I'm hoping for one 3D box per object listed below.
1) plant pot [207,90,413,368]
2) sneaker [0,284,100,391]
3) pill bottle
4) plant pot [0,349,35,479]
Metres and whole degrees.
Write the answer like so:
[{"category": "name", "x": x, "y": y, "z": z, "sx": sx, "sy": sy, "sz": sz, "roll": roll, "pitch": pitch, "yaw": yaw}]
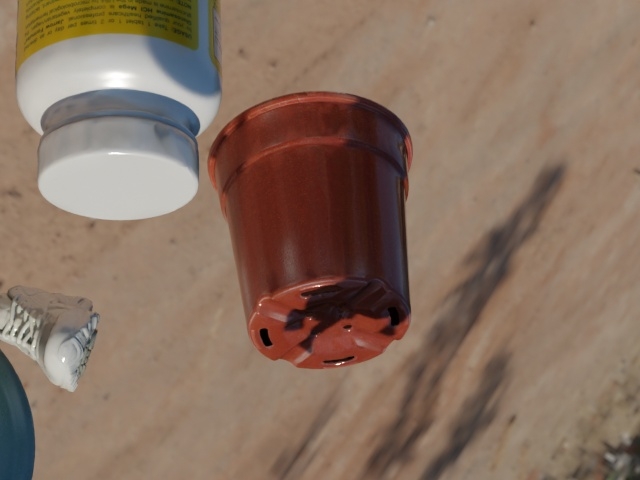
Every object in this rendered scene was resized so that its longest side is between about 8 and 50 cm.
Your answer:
[{"category": "plant pot", "x": 0.000, "y": 0.000, "z": 1.790, "sx": 0.272, "sy": 0.272, "sz": 0.265, "roll": 88, "pitch": -4, "yaw": -54}, {"category": "sneaker", "x": -0.303, "y": 0.097, "z": 1.517, "sx": 0.232, "sy": 0.115, "sz": 0.090, "roll": -167, "pitch": -84, "yaw": -76}, {"category": "pill bottle", "x": -0.186, "y": -0.198, "z": 1.312, "sx": 0.188, "sy": 0.187, "sz": 0.334, "roll": 63, "pitch": 22, "yaw": -65}, {"category": "plant pot", "x": -0.487, "y": 0.226, "z": 1.535, "sx": 0.293, "sy": 0.293, "sz": 0.196, "roll": -62, "pitch": 157, "yaw": 10}]
